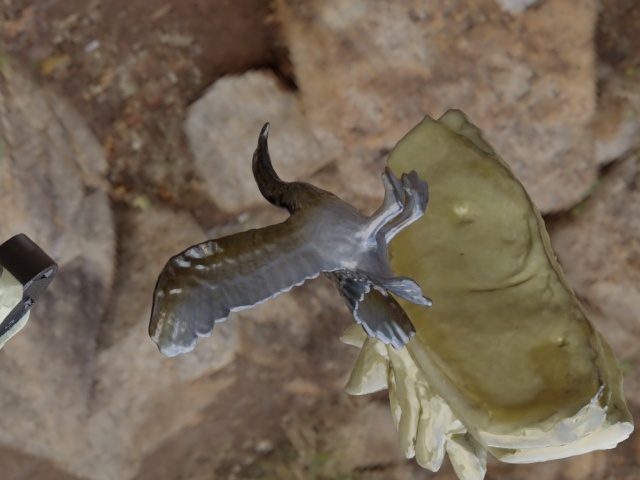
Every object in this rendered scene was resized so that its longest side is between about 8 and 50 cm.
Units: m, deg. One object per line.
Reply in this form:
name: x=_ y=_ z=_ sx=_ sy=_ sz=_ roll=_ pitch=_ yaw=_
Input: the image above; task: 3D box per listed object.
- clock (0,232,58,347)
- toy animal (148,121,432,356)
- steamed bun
clock: x=-0.493 y=0.111 z=2.115 sx=0.276 sy=0.120 sz=0.379 roll=-49 pitch=175 yaw=8
toy animal: x=0.011 y=-0.010 z=1.191 sx=0.160 sy=0.197 sz=0.272 roll=-18 pitch=160 yaw=33
steamed bun: x=0.140 y=0.092 z=1.589 sx=0.247 sy=0.428 sz=0.189 roll=-21 pitch=142 yaw=-6
